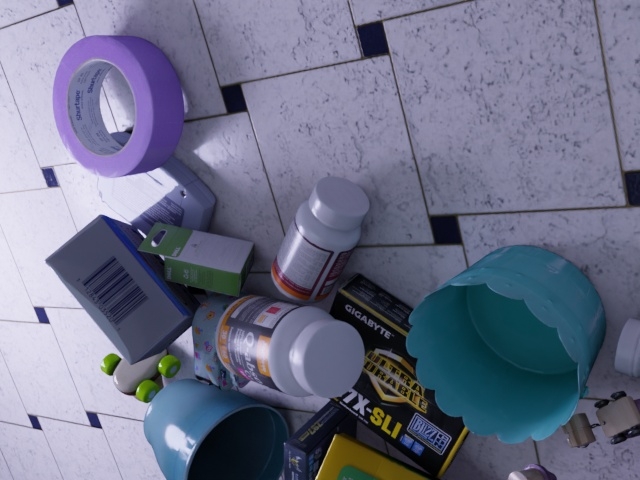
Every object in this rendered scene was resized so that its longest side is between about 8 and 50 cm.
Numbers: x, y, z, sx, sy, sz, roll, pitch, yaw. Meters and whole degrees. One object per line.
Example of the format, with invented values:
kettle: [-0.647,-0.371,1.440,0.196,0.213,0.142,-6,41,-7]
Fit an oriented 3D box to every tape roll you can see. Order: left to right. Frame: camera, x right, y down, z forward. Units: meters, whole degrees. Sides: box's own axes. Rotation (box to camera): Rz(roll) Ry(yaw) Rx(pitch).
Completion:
tape roll: [-0.400,-0.263,1.607,0.275,0.090,0.274,7,104,31]

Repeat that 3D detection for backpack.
backpack: [-0.178,0.195,1.663,0.145,0.166,0.188,12,122,33]

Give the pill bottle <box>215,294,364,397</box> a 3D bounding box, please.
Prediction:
pill bottle: [-0.058,0.191,1.473,0.278,0.162,0.162,5,117,54]

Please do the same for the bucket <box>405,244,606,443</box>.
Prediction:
bucket: [0.293,0.152,1.260,0.281,0.183,0.281,18,123,31]

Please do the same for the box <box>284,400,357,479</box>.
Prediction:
box: [0.002,0.455,1.650,0.059,0.183,0.232,19,123,29]

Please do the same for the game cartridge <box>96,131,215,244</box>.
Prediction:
game cartridge: [-0.348,-0.098,1.719,0.294,0.060,0.196,35,134,18]

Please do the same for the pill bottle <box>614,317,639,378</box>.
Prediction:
pill bottle: [0.529,0.174,1.132,0.215,0.117,0.117,15,121,32]

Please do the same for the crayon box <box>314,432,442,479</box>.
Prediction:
crayon box: [0.100,0.588,1.506,0.313,0.106,0.362,23,83,15]

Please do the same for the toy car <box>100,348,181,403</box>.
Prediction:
toy car: [-0.412,0.332,1.976,0.155,0.149,0.188,29,157,27]

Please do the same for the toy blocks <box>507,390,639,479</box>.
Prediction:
toy blocks: [0.488,0.416,1.235,0.288,0.260,0.308,-43,53,42]

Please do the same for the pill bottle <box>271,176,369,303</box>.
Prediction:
pill bottle: [0.000,0.000,1.451,0.121,0.121,0.221,39,131,15]

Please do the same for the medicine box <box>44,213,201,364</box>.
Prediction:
medicine box: [-0.388,0.100,1.682,0.149,0.289,0.263,-40,88,-2]

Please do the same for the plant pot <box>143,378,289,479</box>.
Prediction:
plant pot: [-0.253,0.435,1.800,0.255,0.272,0.271,23,126,44]

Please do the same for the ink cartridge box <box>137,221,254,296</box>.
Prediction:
ink cartridge box: [-0.245,0.035,1.620,0.209,0.109,0.062,12,126,5]

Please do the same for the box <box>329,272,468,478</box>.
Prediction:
box: [0.144,0.250,1.504,0.322,0.079,0.257,34,131,19]
